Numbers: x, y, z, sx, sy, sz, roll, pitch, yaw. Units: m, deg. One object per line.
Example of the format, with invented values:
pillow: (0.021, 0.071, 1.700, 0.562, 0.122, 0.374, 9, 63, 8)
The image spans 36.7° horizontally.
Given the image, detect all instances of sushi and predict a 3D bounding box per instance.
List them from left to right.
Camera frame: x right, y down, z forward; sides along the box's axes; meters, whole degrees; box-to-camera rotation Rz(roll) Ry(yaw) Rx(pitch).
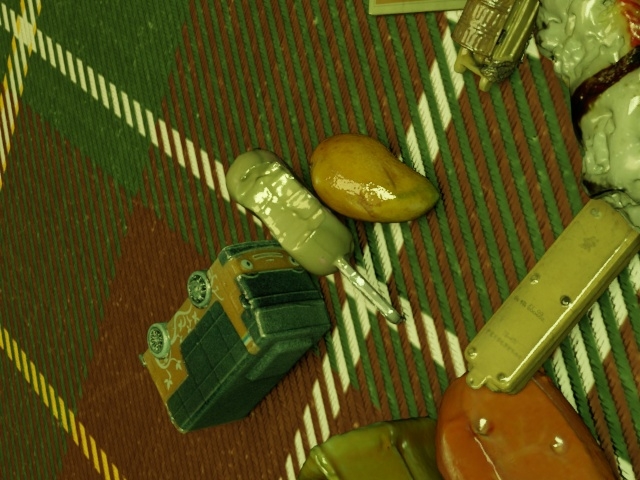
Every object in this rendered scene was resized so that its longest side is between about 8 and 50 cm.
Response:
sushi: (0.288, -0.134, 0.888, 0.130, 0.124, 0.332, -37, 53, 45)

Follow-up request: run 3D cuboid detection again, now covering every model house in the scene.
model house: (0.091, 0.328, 1.063, 0.173, 0.268, 0.239, -42, 65, 24)

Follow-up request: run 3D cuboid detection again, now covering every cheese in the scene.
cheese: (0.000, 0.000, 1.216, 0.082, 0.163, 0.286, -47, 72, 4)

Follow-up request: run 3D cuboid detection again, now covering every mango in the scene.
mango: (0.057, -0.069, 1.168, 0.165, 0.115, 0.089, 41, 140, 34)

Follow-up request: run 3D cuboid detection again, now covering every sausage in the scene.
sausage: (0.217, 0.248, 0.977, 0.141, 0.153, 0.268, 88, 156, -61)

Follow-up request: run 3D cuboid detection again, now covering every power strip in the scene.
power strip: (0.251, 0.031, 0.947, 0.305, 0.044, 0.064, -51, 52, 3)

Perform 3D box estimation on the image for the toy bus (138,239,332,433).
toy bus: (-0.120, 0.135, 1.339, 0.275, 0.138, 0.167, -50, 59, 36)

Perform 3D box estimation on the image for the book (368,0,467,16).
book: (0.131, -0.395, 1.155, 0.170, 0.018, 0.241, 9, 97, 45)

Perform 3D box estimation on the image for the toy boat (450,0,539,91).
toy boat: (0.205, -0.271, 1.031, 0.068, 0.088, 0.226, 43, 121, 37)
